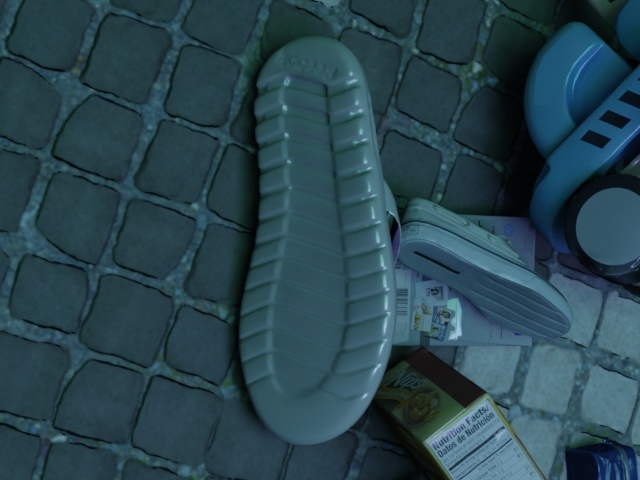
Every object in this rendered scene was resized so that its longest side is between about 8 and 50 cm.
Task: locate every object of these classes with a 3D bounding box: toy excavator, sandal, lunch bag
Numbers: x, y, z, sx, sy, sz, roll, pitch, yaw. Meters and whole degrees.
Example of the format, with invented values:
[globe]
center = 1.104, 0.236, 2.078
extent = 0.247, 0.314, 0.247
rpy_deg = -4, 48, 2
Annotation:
[toy excavator]
center = 0.336, -0.216, 1.641
extent = 0.433, 0.445, 0.222
rpy_deg = -47, 154, 13
[sandal]
center = 0.014, 0.001, 1.559
extent = 0.102, 0.169, 0.416
rpy_deg = 4, 88, -64
[lunch bag]
center = 0.324, 0.272, 1.724
extent = 0.065, 0.067, 0.098
rpy_deg = -2, 90, -24

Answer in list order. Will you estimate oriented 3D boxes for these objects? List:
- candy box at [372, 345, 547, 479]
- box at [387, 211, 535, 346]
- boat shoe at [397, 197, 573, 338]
[candy box]
center = 0.187, 0.273, 1.584
extent = 0.087, 0.183, 0.316
rpy_deg = -38, 109, -7
[box]
center = 0.145, 0.043, 1.658
extent = 0.186, 0.038, 0.145
rpy_deg = 1, 91, -23
[boat shoe]
center = 0.180, 0.023, 1.607
extent = 0.226, 0.083, 0.075
rpy_deg = 32, 49, -24
